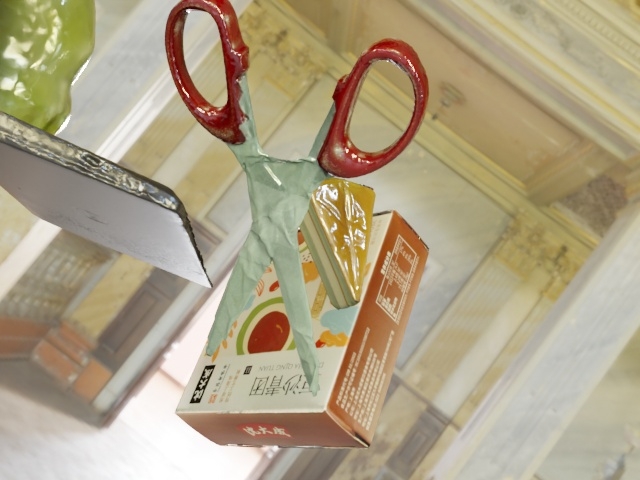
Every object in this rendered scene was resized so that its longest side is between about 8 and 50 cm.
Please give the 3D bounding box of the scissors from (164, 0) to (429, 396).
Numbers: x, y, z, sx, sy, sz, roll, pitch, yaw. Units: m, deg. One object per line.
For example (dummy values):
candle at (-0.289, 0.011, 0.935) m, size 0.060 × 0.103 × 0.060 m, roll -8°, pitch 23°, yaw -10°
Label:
scissors at (-0.026, -0.010, 0.470) m, size 0.144 × 0.017 × 0.248 m, roll 19°, pitch -53°, yaw 14°

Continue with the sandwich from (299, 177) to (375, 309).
sandwich at (0.000, 0.000, 1.089) m, size 0.113 × 0.163 × 0.079 m, roll 15°, pitch -16°, yaw -20°

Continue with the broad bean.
broad bean at (-0.357, -0.236, 0.888) m, size 0.119 × 0.238 × 0.291 m, roll 3°, pitch 68°, yaw -81°

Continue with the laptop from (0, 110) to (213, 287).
laptop at (-0.124, -0.020, 0.450) m, size 0.135 × 0.016 × 0.197 m, roll 23°, pitch -13°, yaw 1°

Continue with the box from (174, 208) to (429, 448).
box at (-0.028, 0.152, 1.399) m, size 0.344 × 0.385 × 0.122 m, roll -11°, pitch -45°, yaw 40°
